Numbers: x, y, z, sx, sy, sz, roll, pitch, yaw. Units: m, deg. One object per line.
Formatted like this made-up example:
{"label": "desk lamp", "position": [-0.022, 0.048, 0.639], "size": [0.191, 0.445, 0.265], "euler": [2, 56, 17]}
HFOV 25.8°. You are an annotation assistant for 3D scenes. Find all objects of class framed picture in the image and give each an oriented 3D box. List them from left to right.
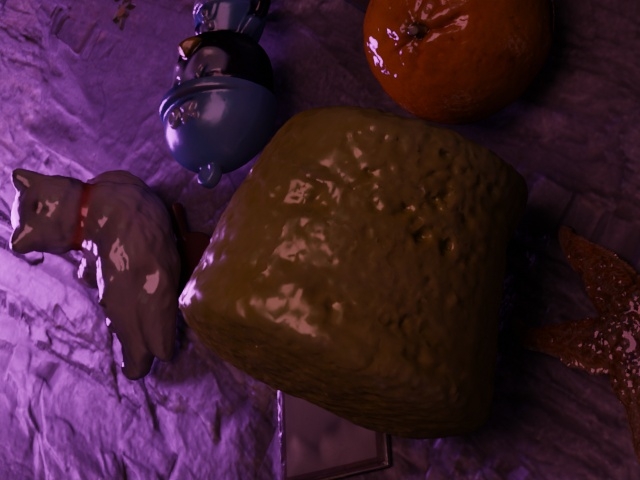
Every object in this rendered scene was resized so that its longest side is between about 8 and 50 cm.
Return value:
{"label": "framed picture", "position": [0.011, 0.172, 1.668], "size": [0.173, 0.010, 0.231], "euler": [-20, 62, 38]}

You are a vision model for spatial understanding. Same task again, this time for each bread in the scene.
{"label": "bread", "position": [0.051, 0.031, 1.465], "size": [0.348, 0.348, 0.307], "euler": [15, 79, 46]}

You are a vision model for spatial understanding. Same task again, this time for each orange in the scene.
{"label": "orange", "position": [0.151, -0.240, 1.566], "size": [0.219, 0.193, 0.219], "euler": [-7, 72, 24]}

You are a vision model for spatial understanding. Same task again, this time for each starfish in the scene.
{"label": "starfish", "position": [0.314, 0.069, 1.381], "size": [0.302, 0.060, 0.299], "euler": [19, 91, 47]}

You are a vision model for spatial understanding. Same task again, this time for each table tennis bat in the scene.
{"label": "table tennis bat", "position": [-0.183, 0.015, 1.909], "size": [0.098, 0.019, 0.154], "euler": [-39, 54, 30]}

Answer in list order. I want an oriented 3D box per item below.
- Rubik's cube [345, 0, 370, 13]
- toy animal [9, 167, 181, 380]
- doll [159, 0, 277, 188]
{"label": "Rubik's cube", "position": [0.050, -0.439, 1.704], "size": [0.221, 0.231, 0.224], "euler": [-45, 47, 22]}
{"label": "toy animal", "position": [-0.313, 0.030, 1.916], "size": [0.266, 0.188, 0.307], "euler": [-7, 71, 40]}
{"label": "doll", "position": [-0.135, -0.212, 1.861], "size": [0.177, 0.141, 0.314], "euler": [-22, 57, 44]}
